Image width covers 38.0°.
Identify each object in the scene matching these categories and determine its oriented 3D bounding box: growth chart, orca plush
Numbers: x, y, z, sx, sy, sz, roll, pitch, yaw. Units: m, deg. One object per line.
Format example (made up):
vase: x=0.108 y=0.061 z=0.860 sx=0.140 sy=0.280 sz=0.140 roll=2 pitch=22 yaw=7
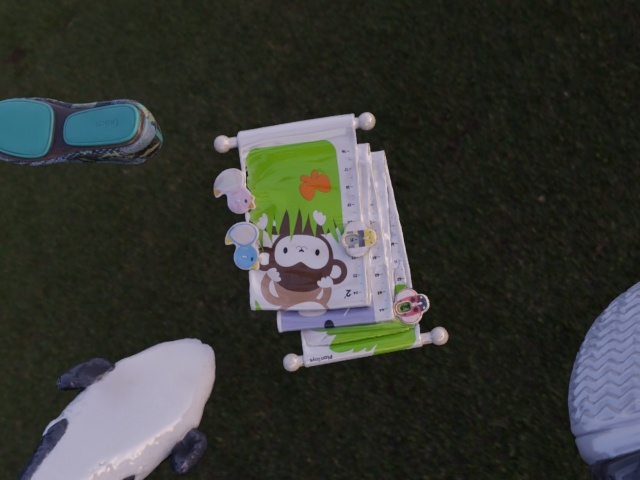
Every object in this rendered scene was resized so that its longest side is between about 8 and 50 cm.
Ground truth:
growth chart: x=0.000 y=0.000 z=0.836 sx=0.171 sy=0.021 sz=0.237 roll=-17 pitch=85 yaw=7
orca plush: x=-0.186 y=0.209 z=0.829 sx=0.151 sy=0.102 sz=0.287 roll=17 pitch=41 yaw=3

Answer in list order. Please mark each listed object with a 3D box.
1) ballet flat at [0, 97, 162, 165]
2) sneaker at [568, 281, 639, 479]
ballet flat: x=-0.231 y=-0.095 z=0.861 sx=0.188 sy=0.070 sz=0.070 roll=6 pitch=71 yaw=22
sneaker: x=0.178 y=0.190 z=0.368 sx=0.137 sy=0.210 sz=0.366 roll=-20 pitch=29 yaw=37
